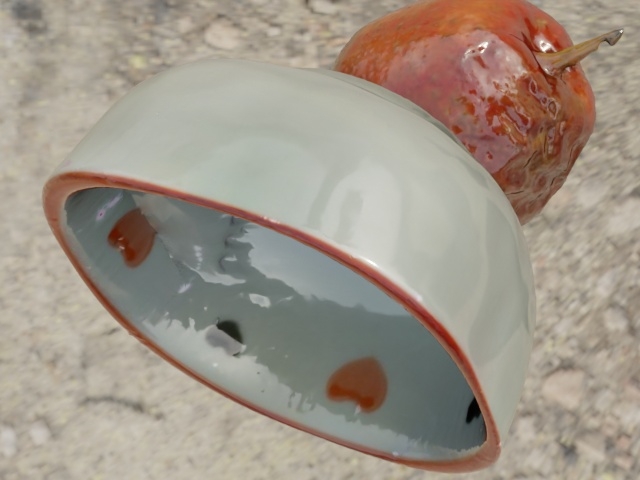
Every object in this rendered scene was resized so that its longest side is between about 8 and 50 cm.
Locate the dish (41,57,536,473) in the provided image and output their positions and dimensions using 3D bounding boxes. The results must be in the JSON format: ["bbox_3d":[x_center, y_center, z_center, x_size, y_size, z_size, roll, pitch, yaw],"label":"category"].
[{"bbox_3d":[0.000,0.000,0.821,0.256,0.256,0.117,24,66,13],"label":"dish"}]

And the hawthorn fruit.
[{"bbox_3d":[0.136,-0.115,1.329,0.243,0.207,0.207,-29,88,38],"label":"hawthorn fruit"}]
